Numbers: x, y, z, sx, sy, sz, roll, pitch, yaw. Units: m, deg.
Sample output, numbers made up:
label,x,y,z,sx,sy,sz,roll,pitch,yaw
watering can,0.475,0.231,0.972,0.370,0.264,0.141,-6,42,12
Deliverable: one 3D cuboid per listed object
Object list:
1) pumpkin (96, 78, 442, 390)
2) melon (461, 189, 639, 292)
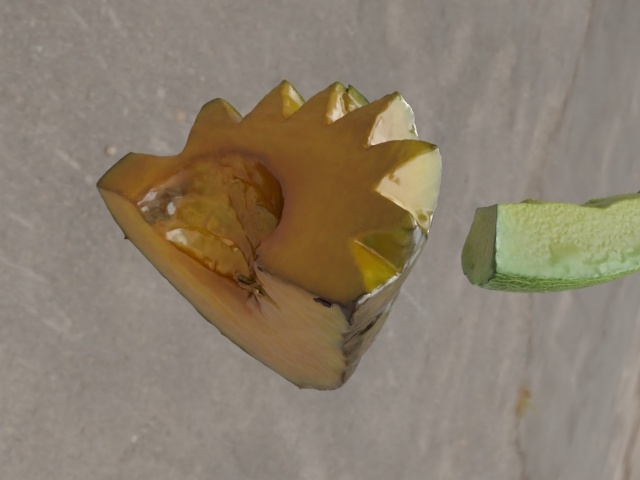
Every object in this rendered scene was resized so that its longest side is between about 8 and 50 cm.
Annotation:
label,x,y,z,sx,sy,sz,roll,pitch,yaw
pumpkin,0.000,0.000,0.673,0.130,0.254,0.149,-48,128,-19
melon,0.347,-0.006,1.440,0.196,0.323,0.124,-134,-143,-80
